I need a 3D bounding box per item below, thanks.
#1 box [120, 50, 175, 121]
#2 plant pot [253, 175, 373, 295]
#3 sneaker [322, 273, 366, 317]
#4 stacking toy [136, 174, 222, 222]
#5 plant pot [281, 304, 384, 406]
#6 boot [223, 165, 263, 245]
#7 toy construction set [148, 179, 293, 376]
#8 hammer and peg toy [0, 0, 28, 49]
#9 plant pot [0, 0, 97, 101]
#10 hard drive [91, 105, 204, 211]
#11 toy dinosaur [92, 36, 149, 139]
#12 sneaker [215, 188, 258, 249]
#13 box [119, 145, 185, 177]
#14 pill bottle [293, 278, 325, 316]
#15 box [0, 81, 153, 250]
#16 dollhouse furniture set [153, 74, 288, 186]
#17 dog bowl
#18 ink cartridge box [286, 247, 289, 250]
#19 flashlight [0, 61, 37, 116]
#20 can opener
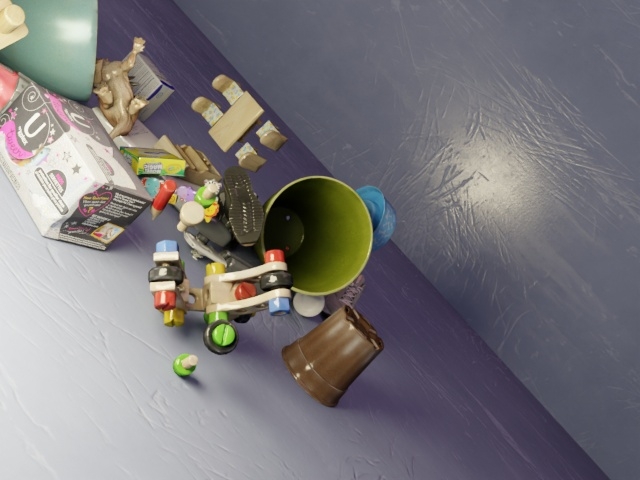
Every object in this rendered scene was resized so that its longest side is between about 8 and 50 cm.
[{"bbox_3d":[-0.472,-0.401,2.288,0.137,0.126,0.072,51,12,18],"label":"box"},{"bbox_3d":[-0.057,-0.013,2.146,0.275,0.274,0.293,42,-13,-17],"label":"plant pot"},{"bbox_3d":[0.065,0.142,2.342,0.099,0.121,0.262,43,13,-11],"label":"sneaker"},{"bbox_3d":[-0.317,-0.106,1.859,0.221,0.052,0.167,13,16,-5],"label":"stacking toy"},{"bbox_3d":[0.034,0.234,1.859,0.167,0.165,0.167,43,13,-12],"label":"plant pot"},{"bbox_3d":[-0.173,-0.046,1.937,0.077,0.137,0.197,-2,56,-13],"label":"boot"},{"bbox_3d":[-0.218,0.065,1.560,0.308,0.258,0.237,64,-29,7],"label":"toy construction set"},{"bbox_3d":[-0.606,-0.422,1.431,0.361,0.127,0.265,-45,113,-37],"label":"hammer and peg toy"},{"bbox_3d":[-0.581,-0.442,1.837,0.196,0.290,0.290,1,34,-21],"label":"plant pot"},{"bbox_3d":[-0.401,-0.199,2.087,0.307,0.040,0.203,46,13,-3],"label":"hard drive"},{"bbox_3d":[-0.456,-0.319,1.971,0.127,0.200,0.295,-4,68,-19],"label":"toy dinosaur"},{"bbox_3d":[-0.227,-0.058,2.132,0.108,0.100,0.271,20,19,-3],"label":"sneaker"},{"bbox_3d":[-0.361,-0.167,1.895,0.105,0.043,0.179,1,16,-29],"label":"box"},{"bbox_3d":[-0.027,0.129,2.182,0.078,0.078,0.137,43,13,-12],"label":"pill bottle"},{"bbox_3d":[-0.436,-0.127,1.524,0.247,0.142,0.163,52,14,25],"label":"box"},{"bbox_3d":[-0.248,-0.252,2.098,0.212,0.242,0.161,51,14,23],"label":"dollhouse furniture set"},{"bbox_3d":[0.070,-0.020,2.254,0.074,0.297,0.165,30,44,-38],"label":"dog bowl"},{"bbox_3d":[-0.103,0.026,2.367,0.115,0.029,0.063,45,12,-2],"label":"ink cartridge box"},{"bbox_3d":[-0.647,-0.309,1.536,0.304,0.103,0.103,30,54,-38],"label":"flashlight"},{"bbox_3d":[-0.187,0.044,1.925,0.280,0.093,0.074,40,9,-36],"label":"can opener"}]
